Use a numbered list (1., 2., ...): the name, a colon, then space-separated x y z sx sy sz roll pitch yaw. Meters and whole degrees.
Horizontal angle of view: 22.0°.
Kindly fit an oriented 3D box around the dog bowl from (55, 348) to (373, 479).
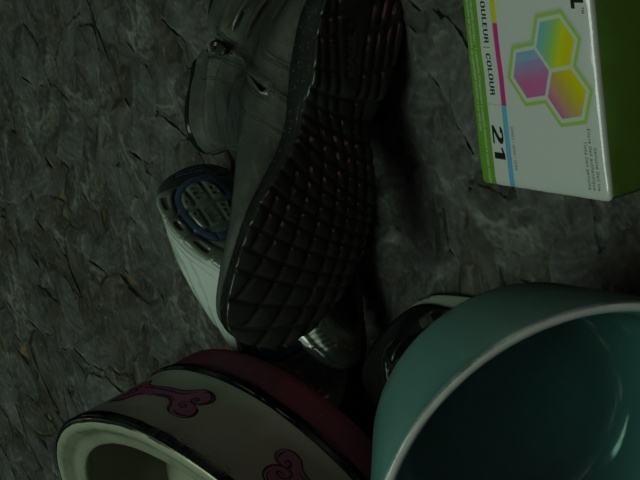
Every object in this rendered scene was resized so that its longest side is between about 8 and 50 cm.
1. dog bowl: -0.057 0.277 1.574 0.408 0.150 0.408 31 147 24

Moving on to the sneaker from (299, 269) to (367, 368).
1. sneaker: 0.000 0.000 1.508 0.106 0.078 0.234 -36 66 54

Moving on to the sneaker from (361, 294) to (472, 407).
1. sneaker: 0.091 0.104 1.392 0.283 0.124 0.107 -24 84 58

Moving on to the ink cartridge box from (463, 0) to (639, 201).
1. ink cartridge box: 0.218 -0.126 1.117 0.255 0.097 0.188 13 116 54

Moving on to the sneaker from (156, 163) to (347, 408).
1. sneaker: -0.063 0.062 1.648 0.297 0.111 0.129 59 163 24

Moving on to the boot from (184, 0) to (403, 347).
1. boot: -0.049 -0.077 1.459 0.223 0.118 0.338 9 78 55

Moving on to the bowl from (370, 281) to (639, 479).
1. bowl: 0.163 0.154 1.197 0.163 0.312 0.311 -126 31 -62
